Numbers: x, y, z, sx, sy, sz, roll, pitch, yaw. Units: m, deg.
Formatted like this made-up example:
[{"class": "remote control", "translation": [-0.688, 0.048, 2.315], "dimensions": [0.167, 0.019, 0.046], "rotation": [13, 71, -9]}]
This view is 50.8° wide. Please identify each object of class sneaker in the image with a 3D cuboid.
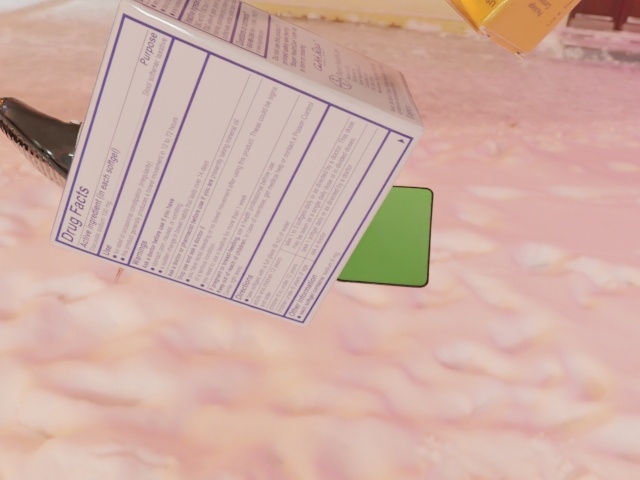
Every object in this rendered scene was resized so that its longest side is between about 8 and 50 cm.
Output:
[{"class": "sneaker", "translation": [-0.257, -0.102, 0.882], "dimensions": [0.331, 0.146, 0.122], "rotation": [35, -14, -14]}]

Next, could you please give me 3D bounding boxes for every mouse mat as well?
[{"class": "mouse mat", "translation": [0.105, -0.012, 1.105], "dimensions": [0.153, 0.007, 0.189], "rotation": [4, 61, 8]}]

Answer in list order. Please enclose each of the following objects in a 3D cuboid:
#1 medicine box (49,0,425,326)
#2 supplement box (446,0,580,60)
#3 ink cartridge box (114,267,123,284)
[{"class": "medicine box", "translation": [-0.088, -0.087, 0.688], "dimensions": [0.290, 0.263, 0.149], "rotation": [21, 32, -15]}, {"class": "supplement box", "translation": [0.163, -0.218, 0.374], "dimensions": [0.078, 0.233, 0.080], "rotation": [2, 46, -53]}, {"class": "ink cartridge box", "translation": [-0.321, -0.062, 1.083], "dimensions": [0.078, 0.230, 0.134], "rotation": [18, 22, -8]}]
